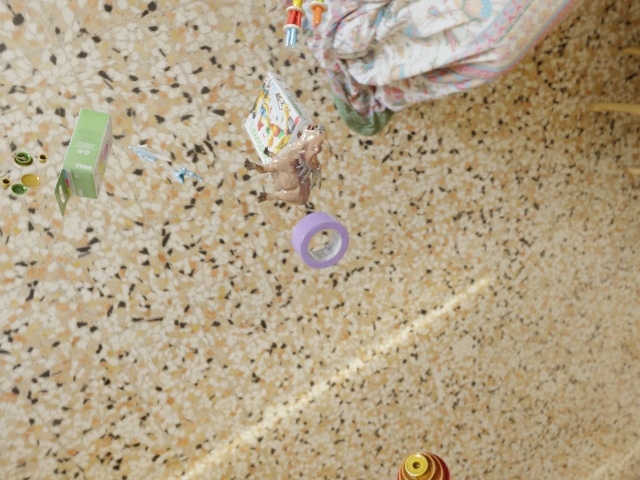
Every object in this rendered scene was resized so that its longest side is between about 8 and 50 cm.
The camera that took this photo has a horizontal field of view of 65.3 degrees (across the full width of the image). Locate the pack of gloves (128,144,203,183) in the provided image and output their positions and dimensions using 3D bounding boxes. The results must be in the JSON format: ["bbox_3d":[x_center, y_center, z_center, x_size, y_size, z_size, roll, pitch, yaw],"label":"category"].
[{"bbox_3d":[-0.456,-0.211,1.450,0.195,0.232,0.046,28,83,-34],"label":"pack of gloves"}]

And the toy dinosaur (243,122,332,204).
[{"bbox_3d":[-0.066,-0.159,1.279,0.295,0.200,0.127,81,28,-56],"label":"toy dinosaur"}]

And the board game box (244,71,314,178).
[{"bbox_3d":[-0.129,-0.339,1.463,0.053,0.305,0.193,10,125,-33],"label":"board game box"}]

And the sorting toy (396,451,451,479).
[{"bbox_3d":[0.100,0.214,0.416,0.061,0.102,0.042,-42,128,-22],"label":"sorting toy"}]

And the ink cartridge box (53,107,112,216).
[{"bbox_3d":[-0.492,-0.159,1.050,0.062,0.109,0.209,10,62,-15],"label":"ink cartridge box"}]

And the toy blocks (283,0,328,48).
[{"bbox_3d":[-0.038,-0.579,1.298,0.054,0.123,0.148,13,84,-57],"label":"toy blocks"}]

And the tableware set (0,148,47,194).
[{"bbox_3d":[-0.810,-0.190,1.366,0.104,0.024,0.154,32,46,-10],"label":"tableware set"}]

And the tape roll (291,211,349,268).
[{"bbox_3d":[0.000,0.000,1.749,0.189,0.080,0.188,-12,121,-21],"label":"tape roll"}]
